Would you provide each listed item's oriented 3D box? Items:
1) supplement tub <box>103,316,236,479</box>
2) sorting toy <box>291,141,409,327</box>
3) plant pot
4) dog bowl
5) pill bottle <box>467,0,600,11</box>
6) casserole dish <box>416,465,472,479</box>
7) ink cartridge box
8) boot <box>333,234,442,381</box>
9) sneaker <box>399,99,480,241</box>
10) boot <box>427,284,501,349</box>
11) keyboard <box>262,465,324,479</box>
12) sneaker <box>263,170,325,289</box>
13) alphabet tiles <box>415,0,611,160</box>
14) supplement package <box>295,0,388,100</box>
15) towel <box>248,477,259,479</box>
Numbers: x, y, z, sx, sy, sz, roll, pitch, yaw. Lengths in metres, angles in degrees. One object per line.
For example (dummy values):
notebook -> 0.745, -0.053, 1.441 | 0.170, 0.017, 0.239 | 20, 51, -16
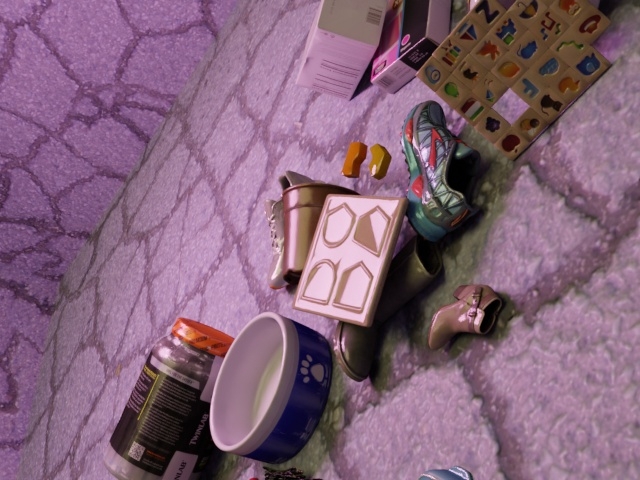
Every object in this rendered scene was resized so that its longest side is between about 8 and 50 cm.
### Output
supplement tub -> -0.295, 0.347, 1.636 | 0.338, 0.207, 0.207 | -65, 26, -1
sorting toy -> 0.064, -0.017, 1.294 | 0.229, 0.041, 0.307 | 6, 75, 56
plant pot -> 0.000, 0.000, 1.462 | 0.167, 0.167, 0.165 | -24, 54, 53
dog bowl -> -0.095, 0.272, 1.444 | 0.265, 0.104, 0.265 | -43, 34, 38
pill bottle -> 0.313, -0.455, 1.235 | 0.188, 0.188, 0.334 | -43, 33, 38
casserole dish -> 0.137, 0.375, 0.993 | 0.114, 0.037, 0.188 | 7, 73, 63
ink cartridge box -> 0.200, -0.497, 1.635 | 0.175, 0.069, 0.371 | -32, 38, 49
boot -> 0.113, 0.107, 1.258 | 0.208, 0.076, 0.190 | -36, 39, 34
sneaker -> 0.209, -0.126, 1.265 | 0.125, 0.104, 0.262 | -27, 52, 38
boot -> 0.204, 0.114, 1.099 | 0.118, 0.042, 0.087 | -64, 28, 2
keyboard -> -0.049, 0.426, 1.299 | 0.192, 0.038, 0.100 | -19, 62, 42
sneaker -> -0.081, -0.027, 1.668 | 0.099, 0.121, 0.262 | -13, 56, 59
alphabet tiles -> 0.285, -0.261, 1.122 | 0.237, 0.198, 0.009 | -48, 2, 30
supplement package -> 0.043, -0.432, 1.696 | 0.244, 0.133, 0.139 | 126, 159, -69
towel -> -0.125, 0.560, 1.327 | 0.199, 0.031, 0.275 | -58, 28, 9
